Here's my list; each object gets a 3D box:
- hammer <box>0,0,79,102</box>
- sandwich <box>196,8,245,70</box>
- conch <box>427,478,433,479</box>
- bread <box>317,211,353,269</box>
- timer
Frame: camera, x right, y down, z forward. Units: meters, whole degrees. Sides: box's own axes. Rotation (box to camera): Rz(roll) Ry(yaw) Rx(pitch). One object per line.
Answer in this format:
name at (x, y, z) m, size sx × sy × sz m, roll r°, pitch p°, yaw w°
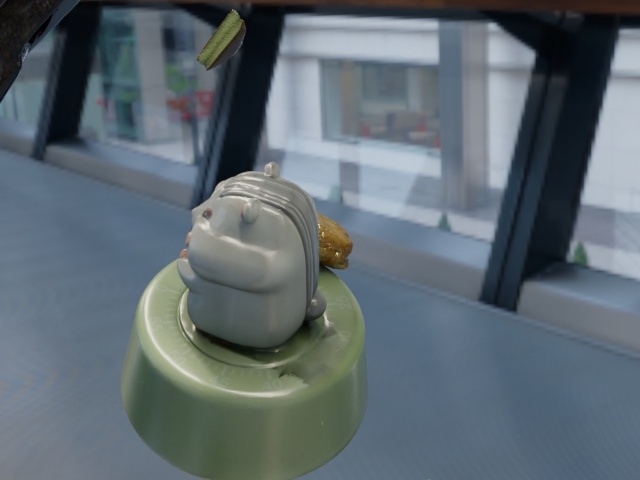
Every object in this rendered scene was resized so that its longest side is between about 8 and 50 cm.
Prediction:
hammer at (-0.370, -0.146, 0.823) m, size 0.408 × 0.095 × 0.243 m, roll 13°, pitch 66°, yaw 42°
sandwich at (-0.122, -0.258, 1.399) m, size 0.031 × 0.083 × 0.044 m, roll 46°, pitch 20°, yaw 10°
conch at (0.213, 0.429, 1.487) m, size 0.137 × 0.234 × 0.114 m, roll -19°, pitch 2°, yaw 27°
bread at (0.000, 0.000, 1.273) m, size 0.081 × 0.046 × 0.083 m, roll 41°, pitch 15°, yaw 30°
timer at (-0.076, 0.060, 1.180) m, size 0.290 × 0.315 × 0.291 m, roll 4°, pitch 41°, yaw -3°
